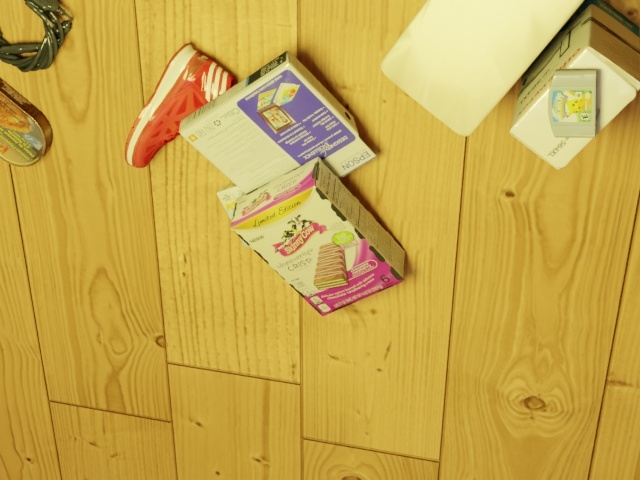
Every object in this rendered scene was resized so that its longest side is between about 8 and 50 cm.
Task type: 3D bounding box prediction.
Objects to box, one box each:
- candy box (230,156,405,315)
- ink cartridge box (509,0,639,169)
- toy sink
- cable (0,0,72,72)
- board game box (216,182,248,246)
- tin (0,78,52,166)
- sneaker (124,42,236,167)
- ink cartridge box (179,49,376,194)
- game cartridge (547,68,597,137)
[{"bbox_3d":[0.000,0.000,1.560,0.159,0.071,0.233,-26,126,28],"label":"candy box"},{"bbox_3d":[0.322,-0.203,1.304,0.086,0.203,0.148,36,123,-6],"label":"ink cartridge box"},{"bbox_3d":[0.214,-0.275,1.328,0.153,0.131,0.234,39,120,4],"label":"toy sink"},{"bbox_3d":[-0.468,-0.339,1.557,0.185,0.047,0.150,34,128,-8],"label":"cable"},{"bbox_3d":[-0.071,-0.057,1.611,0.154,0.026,0.103,-17,113,24],"label":"board game box"},{"bbox_3d":[-0.514,-0.198,1.654,0.190,0.040,0.106,41,118,-9],"label":"tin"},{"bbox_3d":[-0.200,-0.172,1.548,0.128,0.087,0.221,32,124,-2],"label":"sneaker"},{"bbox_3d":[-0.060,-0.148,1.504,0.206,0.045,0.208,-29,126,26],"label":"ink cartridge box"},{"bbox_3d":[0.293,-0.159,1.208,0.056,0.017,0.083,3,119,20],"label":"game cartridge"}]
